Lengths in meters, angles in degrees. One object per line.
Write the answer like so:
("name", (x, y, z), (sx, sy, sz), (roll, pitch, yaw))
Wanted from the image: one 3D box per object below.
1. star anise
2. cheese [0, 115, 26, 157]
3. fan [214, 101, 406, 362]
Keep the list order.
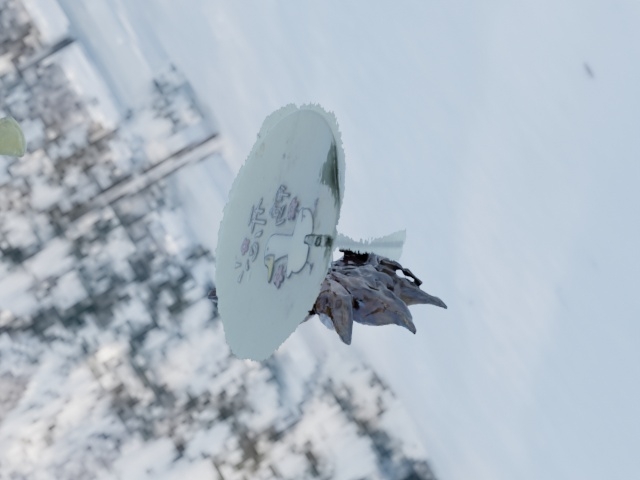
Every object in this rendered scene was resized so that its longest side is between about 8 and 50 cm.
("star anise", (0.011, 0.034, 1.667), (0.272, 0.272, 0.103), (-133, 43, -61))
("cheese", (-0.319, -0.088, 1.421), (0.044, 0.083, 0.030), (59, -158, -20))
("fan", (-0.001, 0.000, 1.361), (0.012, 0.233, 0.414), (16, -178, 24))
